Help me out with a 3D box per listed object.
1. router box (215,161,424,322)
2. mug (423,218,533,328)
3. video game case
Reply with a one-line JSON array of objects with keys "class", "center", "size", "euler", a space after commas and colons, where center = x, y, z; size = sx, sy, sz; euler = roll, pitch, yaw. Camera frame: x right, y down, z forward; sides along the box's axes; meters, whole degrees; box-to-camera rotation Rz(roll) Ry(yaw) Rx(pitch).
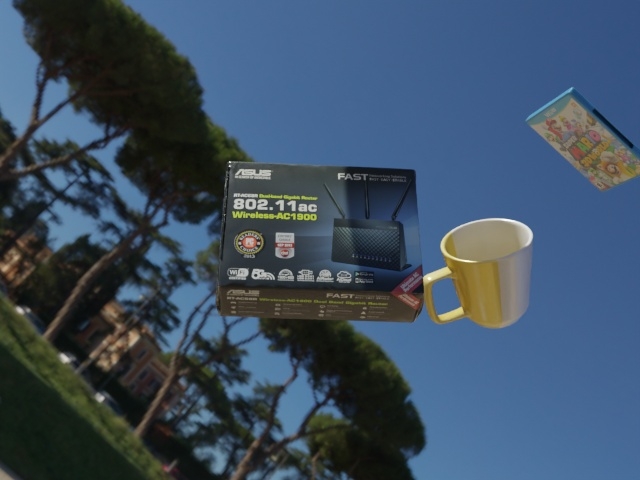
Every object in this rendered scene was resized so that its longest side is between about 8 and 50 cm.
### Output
[{"class": "router box", "center": [0.000, 0.000, 0.496], "size": [0.123, 0.092, 0.038], "euler": [2, -34, -4]}, {"class": "mug", "center": [0.113, 0.027, 0.573], "size": [0.078, 0.062, 0.064], "euler": [-7, -62, 13]}, {"class": "video game case", "center": [0.397, -0.146, 1.204], "size": [0.166, 0.015, 0.119], "euler": [42, -20, -4]}]
